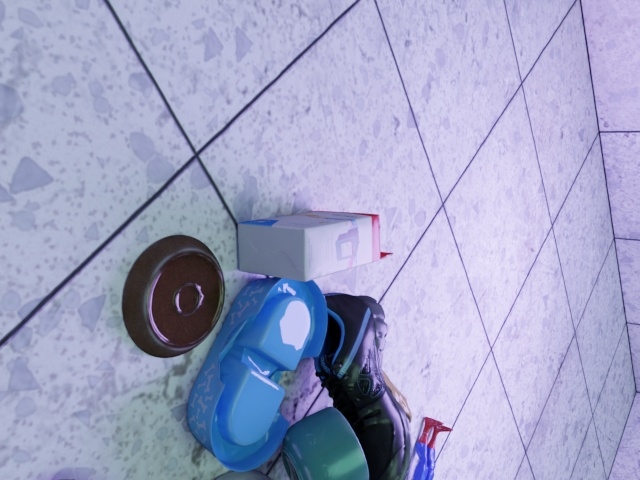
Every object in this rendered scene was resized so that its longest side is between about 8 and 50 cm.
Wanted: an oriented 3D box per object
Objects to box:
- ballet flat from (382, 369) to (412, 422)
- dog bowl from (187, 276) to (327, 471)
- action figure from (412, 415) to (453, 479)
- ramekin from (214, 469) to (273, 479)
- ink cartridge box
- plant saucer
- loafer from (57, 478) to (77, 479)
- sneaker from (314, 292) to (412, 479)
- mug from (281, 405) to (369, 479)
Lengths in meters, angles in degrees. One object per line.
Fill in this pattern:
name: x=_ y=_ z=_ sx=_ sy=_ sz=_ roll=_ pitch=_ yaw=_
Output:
ballet flat: x=0.111 y=0.289 z=1.249 sx=0.232 sy=0.080 sz=0.073 roll=56 pitch=26 yaw=-42
dog bowl: x=-0.093 y=0.185 z=0.962 sx=0.166 sy=0.074 sz=0.297 roll=45 pitch=62 yaw=-45
action figure: x=0.247 y=0.541 z=1.397 sx=0.091 sy=0.139 sz=0.280 roll=41 pitch=67 yaw=-45
ramekin: x=-0.101 y=0.496 z=0.953 sx=0.277 sy=0.135 sz=0.277 roll=-10 pitch=103 yaw=-50
ink cartridge box: x=0.000 y=0.000 z=0.999 sx=0.231 sy=0.134 sz=0.077 roll=-13 pitch=104 yaw=-50
plant saucer: x=-0.186 y=0.077 z=0.866 sx=0.168 sy=0.029 sz=0.168 roll=-9 pitch=102 yaw=-51
loafer: x=-0.252 y=0.361 z=0.799 sx=0.094 sy=0.087 sz=0.251 roll=-46 pitch=122 yaw=-3
sneaker: x=0.048 y=0.247 z=1.063 sx=0.140 sy=0.125 sz=0.340 roll=16 pitch=52 yaw=-42
mug: x=0.005 y=0.342 z=0.977 sx=0.097 sy=0.157 sz=0.129 roll=-19 pitch=147 yaw=-21
